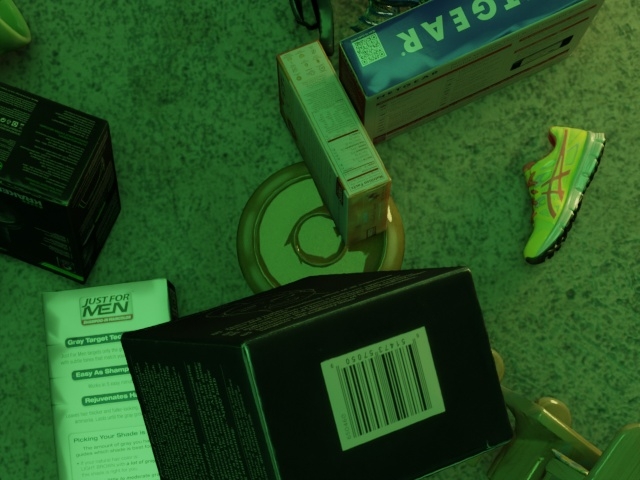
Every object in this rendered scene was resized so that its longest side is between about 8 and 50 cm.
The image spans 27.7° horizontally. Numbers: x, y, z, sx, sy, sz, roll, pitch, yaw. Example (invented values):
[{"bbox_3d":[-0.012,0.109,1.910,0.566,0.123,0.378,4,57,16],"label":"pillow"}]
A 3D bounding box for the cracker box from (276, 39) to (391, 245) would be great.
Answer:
[{"bbox_3d":[0.016,-0.128,1.734,0.067,0.156,0.232,-21,68,-9],"label":"cracker box"}]

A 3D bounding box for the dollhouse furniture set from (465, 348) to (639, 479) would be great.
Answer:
[{"bbox_3d":[0.393,0.270,1.606,0.394,0.362,0.256,37,84,-22],"label":"dollhouse furniture set"}]

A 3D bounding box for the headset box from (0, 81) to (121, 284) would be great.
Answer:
[{"bbox_3d":[-0.404,-0.081,1.709,0.246,0.283,0.131,21,67,3],"label":"headset box"}]

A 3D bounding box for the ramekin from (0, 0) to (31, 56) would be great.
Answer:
[{"bbox_3d":[-0.543,-0.342,1.739,0.148,0.303,0.303,-38,83,3],"label":"ramekin"}]

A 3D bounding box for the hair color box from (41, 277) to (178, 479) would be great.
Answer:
[{"bbox_3d":[-0.264,0.234,1.739,0.173,0.105,0.347,-7,82,0],"label":"hair color box"}]

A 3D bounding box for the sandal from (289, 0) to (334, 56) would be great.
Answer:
[{"bbox_3d":[-0.025,-0.368,1.835,0.054,0.097,0.255,-13,71,-2],"label":"sandal"}]

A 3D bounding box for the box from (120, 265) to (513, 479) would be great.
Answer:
[{"bbox_3d":[-0.020,0.172,1.542,0.293,0.395,0.212,-17,95,-26],"label":"box"}]

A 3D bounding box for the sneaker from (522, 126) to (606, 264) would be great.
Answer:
[{"bbox_3d":[0.315,-0.065,1.792,0.094,0.081,0.208,23,76,11],"label":"sneaker"}]

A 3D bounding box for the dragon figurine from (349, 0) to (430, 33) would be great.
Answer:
[{"bbox_3d":[0.079,-0.334,1.761,0.289,0.085,0.144,-15,76,-39],"label":"dragon figurine"}]

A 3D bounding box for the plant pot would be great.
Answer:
[{"bbox_3d":[0.000,0.000,1.806,0.236,0.032,0.236,0,82,0],"label":"plant pot"}]

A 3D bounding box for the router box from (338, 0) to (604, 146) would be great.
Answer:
[{"bbox_3d":[0.191,-0.251,1.704,0.335,0.301,0.082,-24,82,-3],"label":"router box"}]
